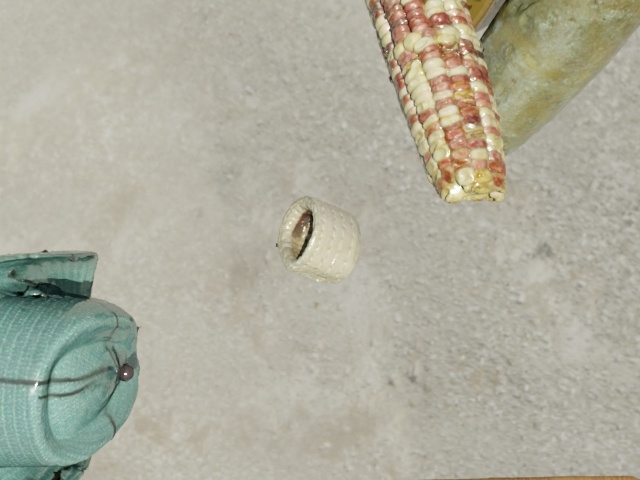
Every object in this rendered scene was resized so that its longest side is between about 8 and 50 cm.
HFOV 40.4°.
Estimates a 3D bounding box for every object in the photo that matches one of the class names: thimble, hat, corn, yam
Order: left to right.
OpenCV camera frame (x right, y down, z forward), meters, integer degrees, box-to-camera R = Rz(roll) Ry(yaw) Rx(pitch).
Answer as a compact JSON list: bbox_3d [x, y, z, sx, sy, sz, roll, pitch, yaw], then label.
[{"bbox_3d":[-0.137,0.070,0.454,0.077,0.191,0.138,3,100,13],"label":"hat"},{"bbox_3d":[0.000,0.000,1.249,0.102,0.090,0.115,-25,52,49],"label":"thimble"},{"bbox_3d":[0.085,-0.130,0.656,0.079,0.079,0.237,-29,59,34],"label":"corn"},{"bbox_3d":[0.225,-0.203,0.881,0.330,0.133,0.133,-55,45,43],"label":"yam"}]

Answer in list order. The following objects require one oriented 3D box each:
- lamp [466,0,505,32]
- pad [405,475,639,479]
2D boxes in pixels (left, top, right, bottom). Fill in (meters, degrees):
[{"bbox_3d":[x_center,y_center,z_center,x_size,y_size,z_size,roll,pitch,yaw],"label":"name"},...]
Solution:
[{"bbox_3d":[0.155,-0.313,0.921,0.185,0.161,0.161,118,148,-64],"label":"lamp"},{"bbox_3d":[0.198,0.381,0.856,0.284,0.018,0.287,-3,72,8],"label":"pad"}]
